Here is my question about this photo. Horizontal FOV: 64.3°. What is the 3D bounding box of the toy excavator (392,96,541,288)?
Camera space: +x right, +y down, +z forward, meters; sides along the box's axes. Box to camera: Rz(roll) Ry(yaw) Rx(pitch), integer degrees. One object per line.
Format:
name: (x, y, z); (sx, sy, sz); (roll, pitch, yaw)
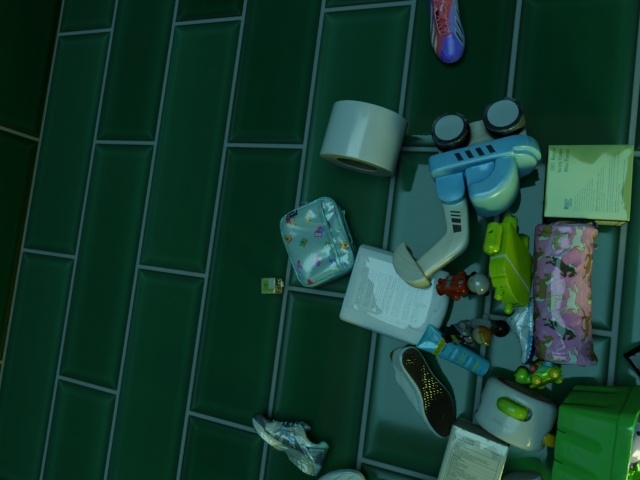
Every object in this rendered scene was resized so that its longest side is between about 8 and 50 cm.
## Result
toy excavator: (0.400, -0.115, 1.417); (0.432, 0.222, 0.446); (-12, 66, 22)

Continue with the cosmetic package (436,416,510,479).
cosmetic package: (0.412, 0.682, 1.426); (0.160, 0.113, 0.310); (17, 90, 24)

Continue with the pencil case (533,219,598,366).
pencil case: (0.653, 0.141, 1.357); (0.167, 0.160, 0.387); (3, 86, 10)

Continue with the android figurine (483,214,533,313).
android figurine: (0.516, 0.068, 1.382); (0.056, 0.248, 0.273); (-13, 43, 41)

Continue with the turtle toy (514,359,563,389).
turtle toy: (0.602, 0.370, 1.403); (0.130, 0.095, 0.066); (-26, 55, 18)

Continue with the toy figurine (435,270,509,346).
toy figurine: (0.435, 0.188, 1.419); (0.148, 0.213, 0.210); (-10, 80, 38)

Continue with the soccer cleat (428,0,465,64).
soccer cleat: (0.387, -0.714, 1.598); (0.108, 0.116, 0.319); (-7, 81, 21)

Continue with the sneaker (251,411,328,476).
sneaker: (-0.096, 0.635, 1.661); (0.283, 0.110, 0.122); (30, 77, 20)

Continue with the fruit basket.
fruit basket: (0.767, 0.546, 1.205); (0.391, 0.282, 0.393); (7, 101, 39)

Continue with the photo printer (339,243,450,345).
photo printer: (0.236, 0.170, 1.561); (0.307, 0.107, 0.256); (16, 91, 23)

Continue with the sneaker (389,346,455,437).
sneaker: (0.302, 0.445, 1.524); (0.105, 0.123, 0.290); (-26, 90, -21)

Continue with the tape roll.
tape roll: (0.134, -0.313, 1.587); (0.246, 0.246, 0.169); (15, 90, 23)

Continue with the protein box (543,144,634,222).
protein box: (0.720, -0.147, 1.384); (0.201, 0.136, 0.200); (4, 86, 22)

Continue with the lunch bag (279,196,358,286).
lunch bag: (0.000, 0.000, 1.678); (0.224, 0.108, 0.279); (-24, 75, 18)

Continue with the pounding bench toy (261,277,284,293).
pounding bench toy: (-0.151, 0.155, 1.745); (0.083, 0.065, 0.052); (-5, 81, 22)

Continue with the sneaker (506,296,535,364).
sneaker: (0.569, 0.253, 1.443); (0.082, 0.071, 0.191); (1, 76, 30)

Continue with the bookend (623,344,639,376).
bookend: (0.897, 0.319, 1.291); (0.157, 0.072, 0.156); (-37, 72, 14)

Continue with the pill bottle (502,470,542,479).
pill bottle: (0.564, 0.751, 1.342); (0.136, 0.136, 0.246); (-16, 78, 20)

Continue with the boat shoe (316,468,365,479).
boat shoe: (0.013, 0.785, 1.586); (0.302, 0.094, 0.109); (-32, 79, 17)

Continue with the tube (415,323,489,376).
tube: (0.385, 0.322, 1.472); (0.207, 0.052, 0.080); (28, 97, 0)

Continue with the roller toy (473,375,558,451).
roller toy: (0.522, 0.468, 1.365); (0.209, 0.191, 0.146); (21, 91, -16)
